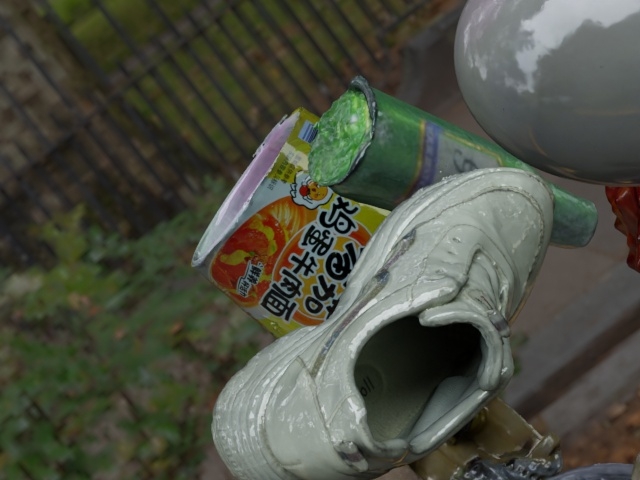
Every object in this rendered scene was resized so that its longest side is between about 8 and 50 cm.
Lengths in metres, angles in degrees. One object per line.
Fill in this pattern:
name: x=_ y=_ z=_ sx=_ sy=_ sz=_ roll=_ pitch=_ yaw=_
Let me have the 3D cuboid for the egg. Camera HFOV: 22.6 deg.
egg: x=0.119 y=-0.072 z=0.626 sx=0.135 sy=0.103 sz=0.103 roll=4 pitch=27 yaw=15

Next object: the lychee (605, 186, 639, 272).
lychee: x=0.473 y=-0.097 z=1.437 sx=0.424 sy=0.425 sz=0.500 roll=-57 pitch=-19 yaw=-57

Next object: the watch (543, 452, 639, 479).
watch: x=0.230 y=0.297 z=0.953 sx=0.327 sy=0.314 sz=0.335 roll=-36 pitch=53 yaw=36

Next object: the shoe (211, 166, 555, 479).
shoe: x=0.091 y=0.064 z=1.192 sx=0.342 sy=0.132 sz=0.210 roll=-43 pitch=15 yaw=-24

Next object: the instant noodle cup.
instant noodle cup: x=0.000 y=0.000 z=1.676 sx=0.264 sy=0.200 sz=0.264 roll=-54 pitch=10 yaw=14

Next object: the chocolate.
chocolate: x=0.136 y=-0.055 z=1.515 sx=0.110 sy=0.291 sz=0.110 roll=-38 pitch=43 yaw=46

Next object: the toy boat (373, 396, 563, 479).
toy boat: x=0.033 y=0.308 z=1.395 sx=0.445 sy=0.136 sz=0.162 roll=-48 pitch=-15 yaw=-2
